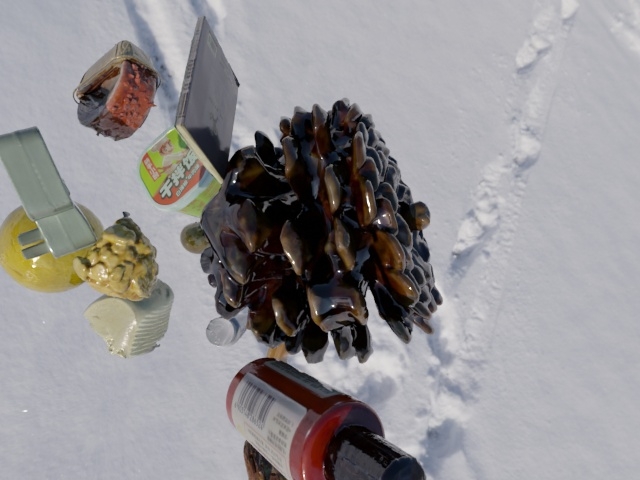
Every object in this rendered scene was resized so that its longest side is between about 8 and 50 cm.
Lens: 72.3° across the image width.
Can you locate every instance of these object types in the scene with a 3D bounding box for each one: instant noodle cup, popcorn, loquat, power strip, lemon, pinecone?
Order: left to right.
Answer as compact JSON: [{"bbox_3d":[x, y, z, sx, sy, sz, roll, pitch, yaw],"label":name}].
[{"bbox_3d":[-0.587,-0.090,0.905,0.141,0.229,0.261,-25,112,-24],"label":"power strip"},{"bbox_3d":[-0.904,0.014,1.489,0.347,0.348,0.349,9,68,-22],"label":"lemon"},{"bbox_3d":[-0.422,0.055,0.936,0.140,0.194,0.163,26,41,7],"label":"popcorn"},{"bbox_3d":[-0.551,-0.017,1.996,0.172,0.204,0.150,0,69,-19],"label":"loquat"},{"bbox_3d":[-0.420,-0.205,1.526,0.293,0.308,0.294,-4,76,18],"label":"instant noodle cup"},{"bbox_3d":[0.000,0.000,0.680,0.397,0.397,0.399,9,68,-22],"label":"pinecone"}]

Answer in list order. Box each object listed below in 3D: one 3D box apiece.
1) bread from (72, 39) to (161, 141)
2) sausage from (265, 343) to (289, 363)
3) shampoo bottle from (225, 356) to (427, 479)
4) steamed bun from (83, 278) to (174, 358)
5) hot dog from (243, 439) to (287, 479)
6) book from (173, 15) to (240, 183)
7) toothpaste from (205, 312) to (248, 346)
[{"bbox_3d":[-0.486,-0.346,1.029,0.142,0.224,0.212,29,47,-50],"label":"bread"},{"bbox_3d":[-0.144,0.411,1.797,0.115,0.134,0.354,22,78,11],"label":"sausage"},{"bbox_3d":[-0.006,0.206,0.468,0.104,0.278,0.105,0,90,-32],"label":"shampoo bottle"},{"bbox_3d":[-0.732,0.270,1.656,0.272,0.290,0.274,22,101,3],"label":"steamed bun"},{"bbox_3d":[-0.146,0.708,1.332,0.175,0.114,0.259,-9,79,-37],"label":"hot dog"},{"bbox_3d":[-0.143,-0.183,0.579,0.014,0.127,0.182,-3,65,12],"label":"book"},{"bbox_3d":[-0.222,0.229,1.122,0.073,0.299,0.114,38,83,7],"label":"toothpaste"}]
